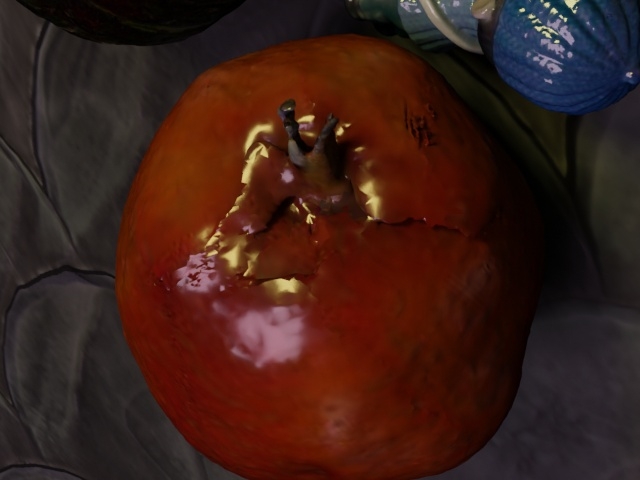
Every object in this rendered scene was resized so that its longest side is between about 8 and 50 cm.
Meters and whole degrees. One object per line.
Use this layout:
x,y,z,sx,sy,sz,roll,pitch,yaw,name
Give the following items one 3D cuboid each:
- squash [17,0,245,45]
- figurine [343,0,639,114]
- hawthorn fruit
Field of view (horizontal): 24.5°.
-0.088,-0.181,0.664,0.193,0.156,0.193,8,109,25,squash
0.075,-0.103,0.638,0.149,0.087,0.086,11,168,40,figurine
0.000,0.000,0.671,0.211,0.211,0.299,32,164,20,hawthorn fruit
